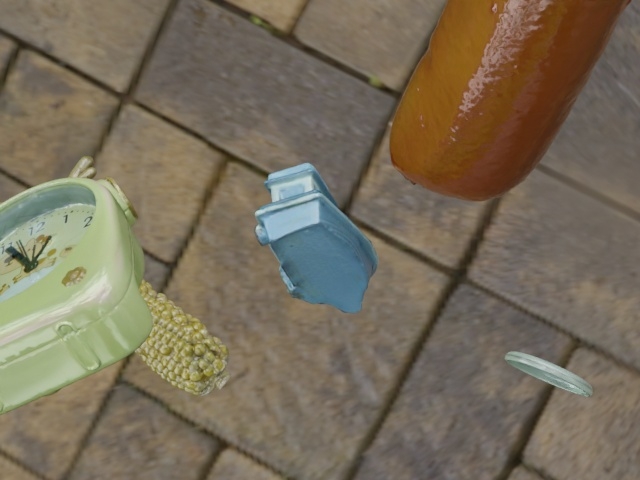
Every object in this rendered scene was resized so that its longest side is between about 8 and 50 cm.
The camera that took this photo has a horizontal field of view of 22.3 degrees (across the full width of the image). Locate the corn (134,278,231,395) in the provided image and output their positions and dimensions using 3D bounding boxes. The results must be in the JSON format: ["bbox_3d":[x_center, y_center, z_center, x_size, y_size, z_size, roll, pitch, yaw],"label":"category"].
[{"bbox_3d":[-0.225,0.084,1.967,0.288,0.086,0.086,39,99,6],"label":"corn"}]

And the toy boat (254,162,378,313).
[{"bbox_3d":[0.000,0.000,1.799,0.109,0.238,0.098,-17,58,12],"label":"toy boat"}]

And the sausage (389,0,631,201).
[{"bbox_3d":[0.131,-0.141,0.992,0.097,0.348,0.094,2,47,-20],"label":"sausage"}]

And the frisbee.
[{"bbox_3d":[0.266,0.154,1.884,0.110,0.110,0.014,22,83,14],"label":"frisbee"}]

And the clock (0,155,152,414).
[{"bbox_3d":[-0.280,0.032,1.623,0.235,0.308,0.096,-25,123,13],"label":"clock"}]
